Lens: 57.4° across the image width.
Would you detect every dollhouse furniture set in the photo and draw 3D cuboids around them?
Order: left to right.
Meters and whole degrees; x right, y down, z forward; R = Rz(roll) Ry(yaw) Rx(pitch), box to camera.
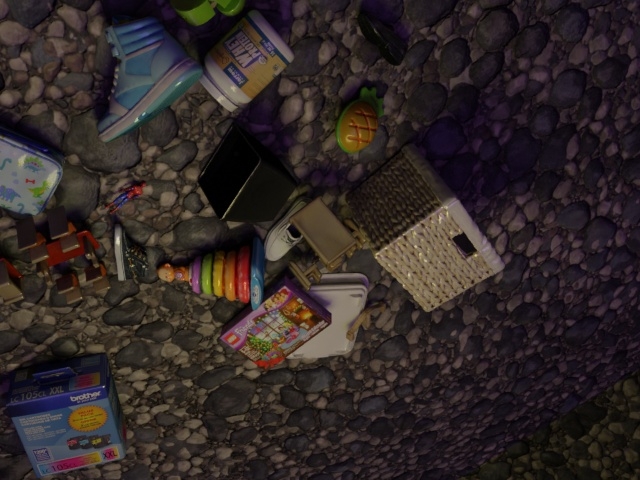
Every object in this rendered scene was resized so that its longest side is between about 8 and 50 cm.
[{"bbox_3d":[-0.690,0.042,1.459,0.259,0.135,0.262,-22,147,-9],"label":"dollhouse furniture set"},{"bbox_3d":[0.000,0.000,1.642,0.212,0.161,0.242,-38,171,-13],"label":"dollhouse furniture set"}]

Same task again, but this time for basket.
[{"bbox_3d":[0.286,-0.030,1.647,0.266,0.331,0.328,-38,126,10],"label":"basket"}]

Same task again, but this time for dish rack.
[{"bbox_3d":[0.012,0.262,1.906,0.285,0.072,0.333,-1,124,-20],"label":"dish rack"}]

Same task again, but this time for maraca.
[{"bbox_3d":[0.105,-0.316,1.536,0.186,0.099,0.127,-57,135,-10],"label":"maraca"}]

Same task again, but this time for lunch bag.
[{"bbox_3d":[-0.715,-0.167,1.340,0.219,0.090,0.176,24,113,-31],"label":"lunch bag"}]

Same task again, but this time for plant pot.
[{"bbox_3d":[-0.176,-0.153,1.500,0.167,0.188,0.187,19,114,-44],"label":"plant pot"}]

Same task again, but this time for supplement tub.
[{"bbox_3d":[-0.173,-0.408,1.339,0.199,0.144,0.144,-42,126,10],"label":"supplement tub"}]

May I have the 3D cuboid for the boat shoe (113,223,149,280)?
[{"bbox_3d":[-0.507,0.028,1.567,0.083,0.065,0.183,-6,131,-18],"label":"boat shoe"}]

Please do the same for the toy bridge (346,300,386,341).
[{"bbox_3d":[0.150,0.256,1.916,0.188,0.026,0.063,-36,141,-34],"label":"toy bridge"}]

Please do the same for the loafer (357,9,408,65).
[{"bbox_3d":[0.156,-0.512,1.451,0.170,0.062,0.061,39,81,-39],"label":"loafer"}]

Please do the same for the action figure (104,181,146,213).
[{"bbox_3d":[-0.496,-0.114,1.494,0.115,0.030,0.038,-33,133,-3],"label":"action figure"}]

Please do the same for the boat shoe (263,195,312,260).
[{"bbox_3d":[-0.092,-0.023,1.671,0.083,0.076,0.226,19,114,-29],"label":"boat shoe"}]

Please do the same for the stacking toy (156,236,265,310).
[{"bbox_3d":[-0.309,0.093,1.645,0.302,0.166,0.175,2,129,-4],"label":"stacking toy"}]

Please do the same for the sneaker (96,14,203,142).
[{"bbox_3d":[-0.429,-0.372,1.304,0.319,0.127,0.208,-30,102,26],"label":"sneaker"}]

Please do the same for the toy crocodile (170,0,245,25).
[{"bbox_3d":[-0.182,-0.597,1.243,0.340,0.105,0.115,-47,167,13],"label":"toy crocodile"}]

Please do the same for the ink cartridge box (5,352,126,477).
[{"bbox_3d":[-0.752,0.501,1.743,0.270,0.151,0.395,-10,123,-14],"label":"ink cartridge box"}]

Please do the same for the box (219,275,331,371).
[{"bbox_3d":[-0.138,0.263,1.800,0.293,0.057,0.201,-40,113,22],"label":"box"}]
